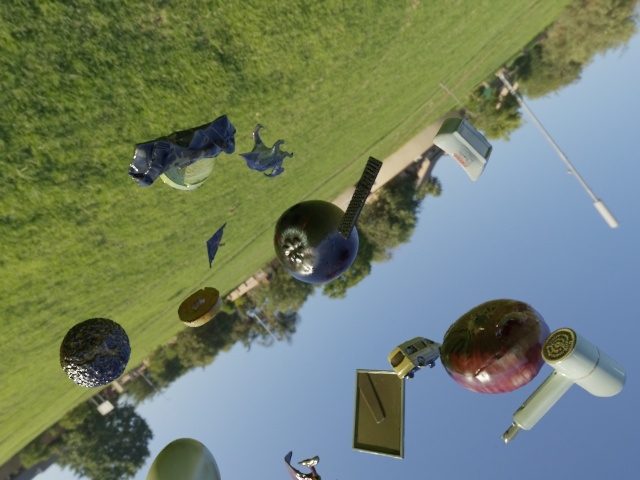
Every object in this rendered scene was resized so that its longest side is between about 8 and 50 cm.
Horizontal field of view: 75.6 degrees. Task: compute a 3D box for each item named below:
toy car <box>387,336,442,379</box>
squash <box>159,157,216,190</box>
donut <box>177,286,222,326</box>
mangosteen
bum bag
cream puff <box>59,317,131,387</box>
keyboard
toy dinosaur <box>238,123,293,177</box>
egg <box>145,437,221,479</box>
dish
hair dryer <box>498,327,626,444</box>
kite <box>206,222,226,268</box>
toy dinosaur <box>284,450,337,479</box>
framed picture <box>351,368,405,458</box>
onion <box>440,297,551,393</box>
[{"bbox_3d":[0.378,0.443,1.603,0.257,0.124,0.101,-5,138,-46],"label":"toy car"},{"bbox_3d":[-0.514,-0.297,1.567,0.220,0.220,0.133,-42,-161,-24],"label":"squash"},{"bbox_3d":[-0.462,0.263,1.608,0.178,0.065,0.162,-26,-144,-2],"label":"donut"},{"bbox_3d":[-0.003,0.002,1.419,0.300,0.300,0.300,-39,-176,4],"label":"mangosteen"},{"bbox_3d":[-0.397,-0.268,1.204,0.340,0.095,0.144,-28,148,-24],"label":"bum bag"},{"bbox_3d":[-0.764,0.383,1.428,0.165,0.239,0.239,-21,-169,18],"label":"cream puff"},{"bbox_3d":[0.093,-0.103,1.002,0.204,0.013,0.061,-67,-152,16],"label":"keyboard"},{"bbox_3d":[-0.198,-0.323,1.569,0.162,0.077,0.294,-50,147,11],"label":"toy dinosaur"},{"bbox_3d":[-0.338,0.615,1.018,0.186,0.241,0.186,1,176,0],"label":"egg"},{"bbox_3d":[0.501,-0.327,1.408,0.151,0.212,0.077,-55,-169,-34],"label":"dish"},{"bbox_3d":[0.597,0.410,1.078,0.357,0.173,0.107,-54,-178,13],"label":"hair dryer"},{"bbox_3d":[-0.390,0.013,1.537,0.159,0.010,0.190,39,70,-76],"label":"kite"},{"bbox_3d":[0.000,0.745,1.316,0.113,0.206,0.327,-34,178,-45],"label":"toy dinosaur"},{"bbox_3d":[0.236,0.693,1.681,0.240,0.020,0.324,-13,-117,37],"label":"framed picture"},{"bbox_3d":[0.562,0.351,1.296,0.347,0.285,0.347,-40,-168,10],"label":"onion"}]
